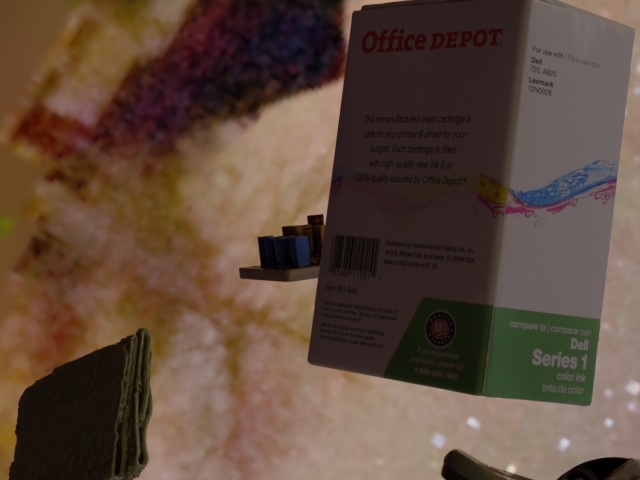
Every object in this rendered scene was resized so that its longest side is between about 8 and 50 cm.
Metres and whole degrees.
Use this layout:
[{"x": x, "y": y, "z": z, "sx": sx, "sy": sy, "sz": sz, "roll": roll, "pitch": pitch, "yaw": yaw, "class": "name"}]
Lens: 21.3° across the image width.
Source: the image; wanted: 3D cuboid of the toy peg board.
[{"x": 0.000, "y": 0.000, "z": 2.041, "sx": 0.161, "sy": 0.161, "sz": 0.079, "roll": 179, "pitch": -96, "yaw": -67, "class": "toy peg board"}]

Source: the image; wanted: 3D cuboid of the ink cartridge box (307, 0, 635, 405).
[{"x": 0.107, "y": -0.031, "z": 1.246, "sx": 0.201, "sy": 0.117, "sz": 0.278, "roll": 5, "pitch": -93, "yaw": 53, "class": "ink cartridge box"}]

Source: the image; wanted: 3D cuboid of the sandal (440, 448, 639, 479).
[{"x": 0.260, "y": 0.236, "z": 1.576, "sx": 0.120, "sy": 0.303, "sz": 0.086, "roll": -177, "pitch": -74, "yaw": -73, "class": "sandal"}]

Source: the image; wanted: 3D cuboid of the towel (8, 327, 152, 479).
[{"x": -0.158, "y": 0.127, "z": 1.123, "sx": 0.148, "sy": 0.027, "sz": 0.110, "roll": -28, "pitch": -132, "yaw": 41, "class": "towel"}]
